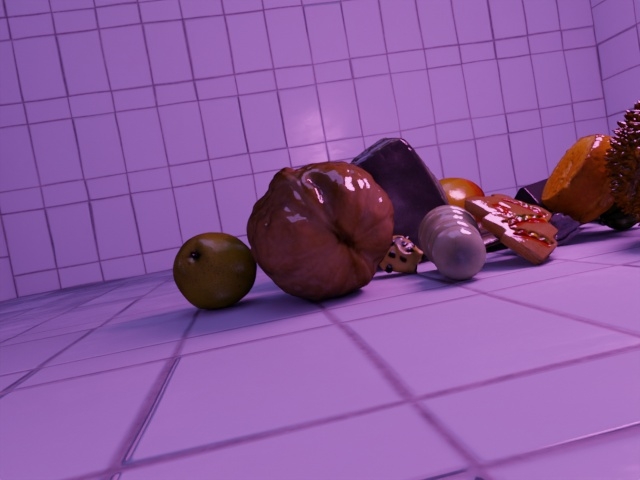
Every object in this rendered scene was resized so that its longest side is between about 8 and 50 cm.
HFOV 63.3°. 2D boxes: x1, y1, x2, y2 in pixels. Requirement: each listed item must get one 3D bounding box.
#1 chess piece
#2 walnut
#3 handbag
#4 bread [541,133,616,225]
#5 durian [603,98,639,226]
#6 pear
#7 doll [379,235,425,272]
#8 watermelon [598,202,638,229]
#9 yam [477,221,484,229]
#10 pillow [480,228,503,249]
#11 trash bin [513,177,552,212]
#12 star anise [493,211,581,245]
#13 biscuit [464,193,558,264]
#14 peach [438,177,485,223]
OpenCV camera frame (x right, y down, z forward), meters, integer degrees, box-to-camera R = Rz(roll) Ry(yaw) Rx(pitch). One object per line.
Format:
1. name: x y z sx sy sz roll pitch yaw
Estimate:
1. chess piece: 0.282 0.012 1.085 0.144 0.145 0.251 -9 9 9
2. walnut: -0.007 -0.027 1.120 0.305 0.307 0.344 -11 6 -15
3. handbag: 0.205 -0.101 1.468 0.247 0.341 0.240 -32 0 -10
4. bread: 0.675 -0.151 1.310 0.145 0.269 0.268 32 8 5
5. durian: 0.760 -0.167 1.020 0.383 0.348 0.347 0 -1 -21
6. pear: -0.242 0.072 1.206 0.198 0.198 0.198 -10 3 0
7. doll: 0.115 0.009 1.277 0.290 0.086 0.117 20 49 25
8. watermelon: 0.768 -0.074 1.339 0.108 0.109 0.109 -10 3 0
9. yam: 0.554 -0.034 1.668 0.299 0.066 0.066 -10 3 13
10. pillow: 0.438 0.001 1.447 0.208 0.052 0.212 -15 3 -16
11. trash bin: 0.673 -0.103 1.523 0.225 0.115 0.165 -14 -36 -19
12. star anise: 0.509 -0.034 1.268 0.236 0.093 0.229 4 15 -15
13. biscuit: 0.426 -0.034 1.112 0.212 0.041 0.239 10 34 -12
14. peach: 0.459 -0.107 1.800 0.230 0.231 0.231 -10 3 0
